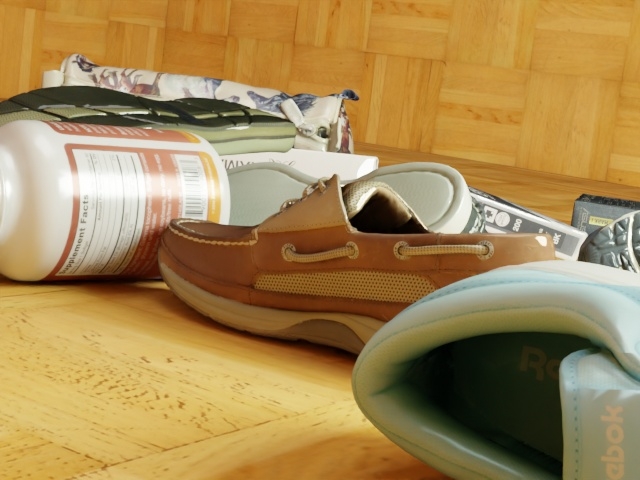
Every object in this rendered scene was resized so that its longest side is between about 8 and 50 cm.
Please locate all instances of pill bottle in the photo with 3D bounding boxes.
[{"bbox_3d":[-0.186,-0.029,0.920,0.216,0.121,0.121,1,10,-41],"label":"pill bottle"}]

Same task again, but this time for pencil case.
[{"bbox_3d":[-0.159,-0.148,1.617,0.410,0.159,0.183,9,-26,4],"label":"pencil case"}]

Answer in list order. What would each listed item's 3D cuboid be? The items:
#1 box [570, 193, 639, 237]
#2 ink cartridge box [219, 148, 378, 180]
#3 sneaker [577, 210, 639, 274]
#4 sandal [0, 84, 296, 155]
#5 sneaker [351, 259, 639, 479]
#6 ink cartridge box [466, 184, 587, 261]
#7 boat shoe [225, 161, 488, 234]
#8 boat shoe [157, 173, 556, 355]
[{"bbox_3d":[0.436,-0.019,1.635,0.183,0.059,0.233,9,7,13],"label":"box"},{"bbox_3d":[-0.078,-0.077,1.372,0.296,0.066,0.261,4,-4,-13],"label":"ink cartridge box"},{"bbox_3d":[0.333,0.037,1.091,0.283,0.110,0.122,6,-10,-28],"label":"sneaker"},{"bbox_3d":[-0.153,-0.079,1.081,0.303,0.086,0.120,-1,24,-35],"label":"sandal"},{"bbox_3d":[0.167,0.085,0.465,0.366,0.135,0.150,3,10,44],"label":"sneaker"},{"bbox_3d":[0.185,-0.036,1.427,0.208,0.045,0.206,18,6,-8],"label":"ink cartridge box"},{"bbox_3d":[0.000,0.000,1.011,0.303,0.114,0.091,5,-36,38],"label":"boat shoe"},{"bbox_3d":[0.023,0.013,0.819,0.324,0.116,0.123,13,10,35],"label":"boat shoe"}]
